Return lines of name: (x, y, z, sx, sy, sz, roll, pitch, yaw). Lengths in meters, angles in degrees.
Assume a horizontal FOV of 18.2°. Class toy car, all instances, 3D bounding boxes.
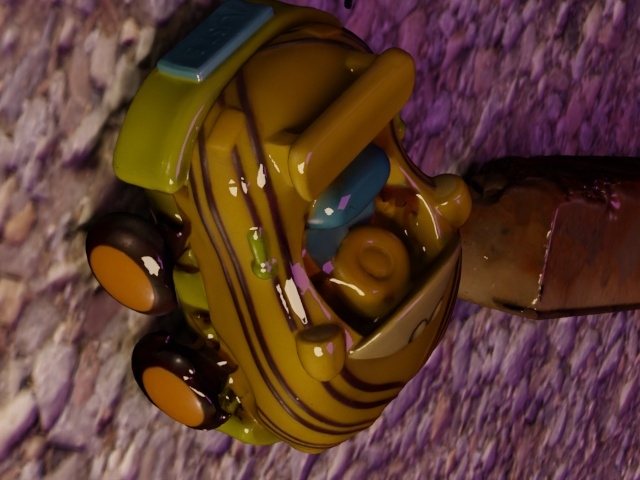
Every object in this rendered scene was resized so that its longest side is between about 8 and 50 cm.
toy car: (0.000, 0.000, 1.026, 0.200, 0.142, 0.248, -49, 138, -31)

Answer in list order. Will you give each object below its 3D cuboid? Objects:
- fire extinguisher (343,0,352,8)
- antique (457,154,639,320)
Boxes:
fire extinguisher: (0.027, -0.168, 1.100, 0.028, 0.022, 0.083, -31, 137, -86)
antique: (0.191, -0.005, 1.358, 0.310, 0.087, 0.093, -2, 105, -55)
